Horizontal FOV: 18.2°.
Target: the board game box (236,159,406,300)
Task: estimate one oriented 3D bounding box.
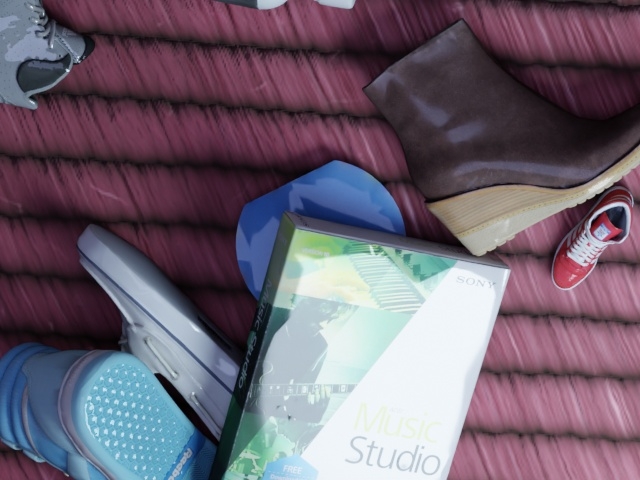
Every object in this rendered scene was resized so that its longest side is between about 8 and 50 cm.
[{"bbox_3d":[0.000,0.000,1.982,0.168,0.033,0.133,-27,94,5],"label":"board game box"}]

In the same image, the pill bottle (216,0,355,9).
[{"bbox_3d":[-0.094,-0.304,1.854,0.278,0.162,0.162,11,103,3],"label":"pill bottle"}]

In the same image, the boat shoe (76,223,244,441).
[{"bbox_3d":[-0.157,0.100,1.989,0.088,0.096,0.267,-44,104,8],"label":"boat shoe"}]

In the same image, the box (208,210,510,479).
[{"bbox_3d":[0.033,0.147,1.959,0.232,0.058,0.322,10,103,-20],"label":"box"}]

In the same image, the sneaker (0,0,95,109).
[{"bbox_3d":[-0.275,-0.232,1.934,0.132,0.086,0.229,17,114,-4],"label":"sneaker"}]

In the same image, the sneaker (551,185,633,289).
[{"bbox_3d":[0.264,0.002,1.939,0.042,0.067,0.118,32,103,-2],"label":"sneaker"}]

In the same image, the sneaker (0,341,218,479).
[{"bbox_3d":[-0.218,0.213,2.014,0.208,0.127,0.319,10,139,39],"label":"sneaker"}]

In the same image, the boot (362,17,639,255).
[{"bbox_3d":[0.189,-0.125,1.907,0.248,0.090,0.207,-30,96,8],"label":"boot"}]
